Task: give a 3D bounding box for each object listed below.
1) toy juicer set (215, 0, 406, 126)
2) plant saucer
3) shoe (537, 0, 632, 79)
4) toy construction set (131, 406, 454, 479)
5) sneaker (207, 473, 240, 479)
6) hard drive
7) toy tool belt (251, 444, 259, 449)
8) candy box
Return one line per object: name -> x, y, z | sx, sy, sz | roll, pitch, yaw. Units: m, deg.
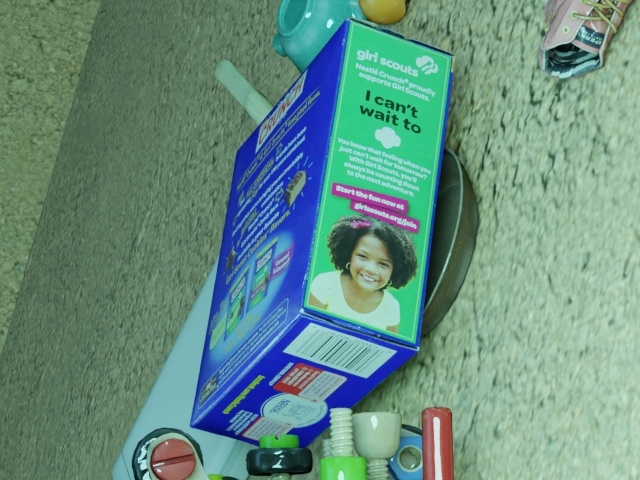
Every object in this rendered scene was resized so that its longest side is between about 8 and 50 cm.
toy juicer set -> 0.010, -0.224, 2.076 | 0.329, 0.089, 0.209 | -47, 40, 32
plant saucer -> 0.092, 0.014, 1.652 | 0.198, 0.036, 0.199 | -54, 25, 40
shoe -> 0.225, -0.190, 1.449 | 0.178, 0.063, 0.081 | 139, 145, -66
toy construction set -> -0.003, 0.262, 1.453 | 0.309, 0.257, 0.237 | -18, 71, 55
sneaker -> -0.091, 0.341, 1.768 | 0.295, 0.109, 0.124 | -108, 23, -63
hard drive -> -0.124, 0.188, 2.023 | 0.353, 0.047, 0.233 | -62, 30, 22
toy tool belt -> -0.047, 0.175, 1.858 | 0.083, 0.052, 0.051 | -64, 28, 17
candy box -> 0.000, 0.000, 1.680 | 0.268, 0.122, 0.317 | 134, 149, -54
